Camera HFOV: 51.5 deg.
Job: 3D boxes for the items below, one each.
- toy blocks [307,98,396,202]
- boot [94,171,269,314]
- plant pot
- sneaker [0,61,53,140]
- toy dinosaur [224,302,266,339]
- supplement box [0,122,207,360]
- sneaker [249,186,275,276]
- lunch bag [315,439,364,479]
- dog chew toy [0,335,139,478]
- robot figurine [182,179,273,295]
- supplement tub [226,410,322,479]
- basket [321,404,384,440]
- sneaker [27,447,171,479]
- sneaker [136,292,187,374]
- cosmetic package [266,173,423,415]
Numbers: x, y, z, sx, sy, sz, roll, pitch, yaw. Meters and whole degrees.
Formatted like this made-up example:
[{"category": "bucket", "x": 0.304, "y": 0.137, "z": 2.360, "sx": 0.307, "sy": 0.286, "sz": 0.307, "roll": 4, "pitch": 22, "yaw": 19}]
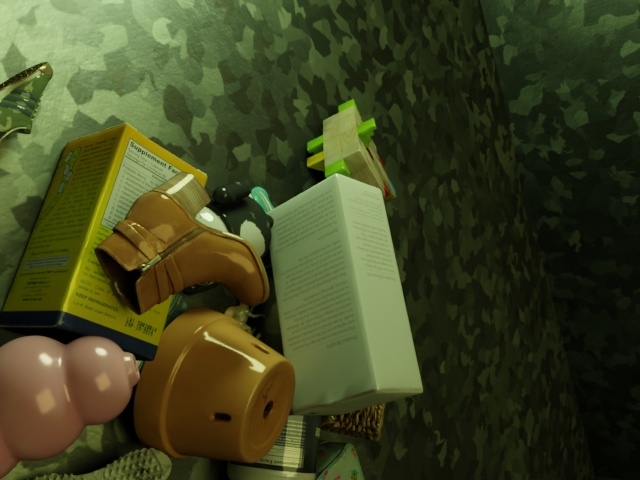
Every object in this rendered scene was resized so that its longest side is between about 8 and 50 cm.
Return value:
[{"category": "toy blocks", "x": 0.110, "y": -0.176, "z": 1.756, "sx": 0.261, "sy": 0.190, "sz": 0.381, "roll": 57, "pitch": 17, "yaw": -29}, {"category": "boot", "x": -0.218, "y": 0.050, "z": 1.090, "sx": 0.283, "sy": 0.109, "sz": 0.220, "roll": 61, "pitch": 43, "yaw": -24}, {"category": "plant pot", "x": -0.182, "y": 0.294, "z": 1.266, "sx": 0.291, "sy": 0.203, "sz": 0.291, "roll": -44, "pitch": 142, "yaw": -50}, {"category": "sneaker", "x": -0.512, "y": -0.220, "z": 1.117, "sx": 0.192, "sy": 0.064, "sz": 0.086, "roll": -55, "pitch": 133, "yaw": -40}, {"category": "toy dinosaur", "x": -0.181, "y": 0.193, "z": 1.492, "sx": 0.092, "sy": 0.053, "sz": 0.183, "roll": 31, "pitch": 65, "yaw": -26}, {"category": "supplement box", "x": -0.369, "y": 0.010, "z": 1.153, "sx": 0.194, "sy": 0.195, "sz": 0.357, "roll": 34, "pitch": 60, "yaw": -44}, {"category": "sneaker", "x": -0.099, "y": -0.007, "z": 1.573, "sx": 0.275, "sy": 0.107, "sz": 0.110, "roll": 60, "pitch": 36, "yaw": -27}, {"category": "lunch bag", "x": -0.003, "y": 0.638, "z": 1.594, "sx": 0.279, "sy": 0.108, "sz": 0.224, "roll": -33, "pitch": 114, "yaw": -48}, {"category": "dog chew toy", "x": -0.430, "y": 0.230, "z": 0.954, "sx": 0.331, "sy": 0.206, "sz": 0.207, "roll": -16, "pitch": 100, "yaw": -11}, {"category": "robot figurine", "x": -0.208, "y": -0.005, "z": 1.355, "sx": 0.278, "sy": 0.173, "sz": 0.209, "roll": -23, "pitch": 101, "yaw": -60}, {"category": "supplement tub", "x": -0.097, "y": 0.432, "z": 1.436, "sx": 0.191, "sy": 0.191, "sz": 0.272, "roll": 26, "pitch": 66, "yaw": -47}, {"category": "basket", "x": 0.057, "y": 0.300, "z": 1.567, "sx": 0.213, "sy": 0.223, "sz": 0.299, "roll": 78, "pitch": 24, "yaw": -67}, {"category": "sneaker", "x": -0.397, "y": 0.468, "z": 1.129, "sx": 0.293, "sy": 0.102, "sz": 0.146, "roll": -5, "pitch": 121, "yaw": -36}, {"category": "sneaker", "x": -0.327, "y": 0.202, "z": 1.250, "sx": 0.122, "sy": 0.110, "sz": 0.283, "roll": 49, "pitch": 50, "yaw": -40}, {"category": "cosmetic package", "x": 0.040, "y": 0.119, "z": 1.395, "sx": 0.161, "sy": 0.230, "sz": 0.453, "roll": 14, "pitch": 59, "yaw": -45}]
